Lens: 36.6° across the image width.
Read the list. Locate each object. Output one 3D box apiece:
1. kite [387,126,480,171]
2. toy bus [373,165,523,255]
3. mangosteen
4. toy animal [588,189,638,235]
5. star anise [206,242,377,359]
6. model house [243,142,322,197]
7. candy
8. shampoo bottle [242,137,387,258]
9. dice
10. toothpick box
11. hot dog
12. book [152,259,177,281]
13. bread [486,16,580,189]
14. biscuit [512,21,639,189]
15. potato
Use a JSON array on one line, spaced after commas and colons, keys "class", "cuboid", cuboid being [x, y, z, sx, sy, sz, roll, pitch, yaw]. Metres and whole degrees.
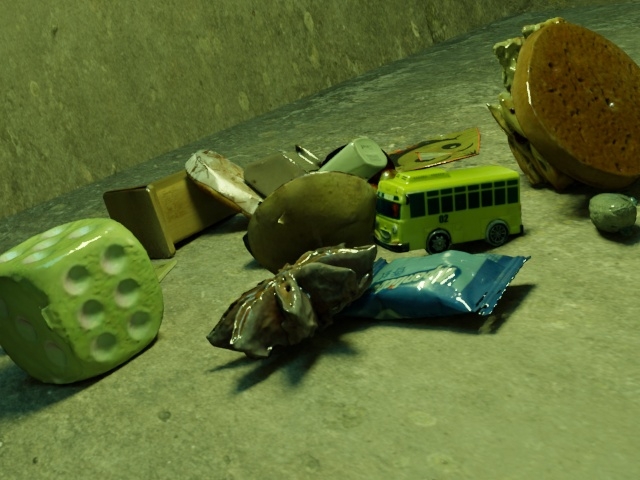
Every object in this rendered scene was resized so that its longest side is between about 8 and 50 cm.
[{"class": "kite", "cuboid": [0.302, -0.234, 2.543, 0.378, 0.013, 0.327, -25, 19, -29]}, {"class": "toy bus", "cuboid": [0.234, -0.061, 1.797, 0.262, 0.150, 0.128, -8, 14, -19]}, {"class": "mangosteen", "cuboid": [0.104, -0.120, 2.147, 0.230, 0.194, 0.194, 25, 39, 26]}, {"class": "toy animal", "cuboid": [0.517, -0.056, 1.720, 0.079, 0.070, 0.253, 17, 11, 10]}, {"class": "star anise", "cuboid": [-0.041, 0.104, 1.641, 0.332, 0.117, 0.332, -33, 5, 3]}, {"class": "model house", "cuboid": [-0.050, -0.157, 2.410, 0.229, 0.122, 0.188, 36, 32, 20]}, {"class": "candy", "cuboid": [0.180, 0.074, 1.620, 0.331, 0.077, 0.187, -8, 26, 42]}, {"class": "shampoo bottle", "cuboid": [-0.025, -0.081, 2.037, 0.359, 0.078, 0.134, -38, -14, 29]}, {"class": "dice", "cuboid": [-0.476, 0.115, 1.856, 0.250, 0.252, 0.254, -2, 26, 44]}, {"class": "toothpick box", "cuboid": [-0.371, -0.092, 2.520, 0.187, 0.190, 0.308, -5, 18, 41]}, {"class": "hot dog", "cuboid": [-0.222, -0.135, 2.435, 0.075, 0.268, 0.144, -59, -10, 32]}, {"class": "book", "cuboid": [-0.451, 0.098, 2.280, 0.192, 0.013, 0.168, -13, 18, 18]}, {"class": "bread", "cuboid": [0.493, -0.278, 2.047, 0.314, 0.370, 0.191, -25, -19, -32]}, {"class": "biscuit", "cuboid": [0.528, -0.254, 1.879, 0.070, 0.350, 0.394, -54, 8, 49]}, {"class": "potato", "cuboid": [-0.016, -0.001, 1.822, 0.239, 0.299, 0.116, 13, 47, -23]}]
